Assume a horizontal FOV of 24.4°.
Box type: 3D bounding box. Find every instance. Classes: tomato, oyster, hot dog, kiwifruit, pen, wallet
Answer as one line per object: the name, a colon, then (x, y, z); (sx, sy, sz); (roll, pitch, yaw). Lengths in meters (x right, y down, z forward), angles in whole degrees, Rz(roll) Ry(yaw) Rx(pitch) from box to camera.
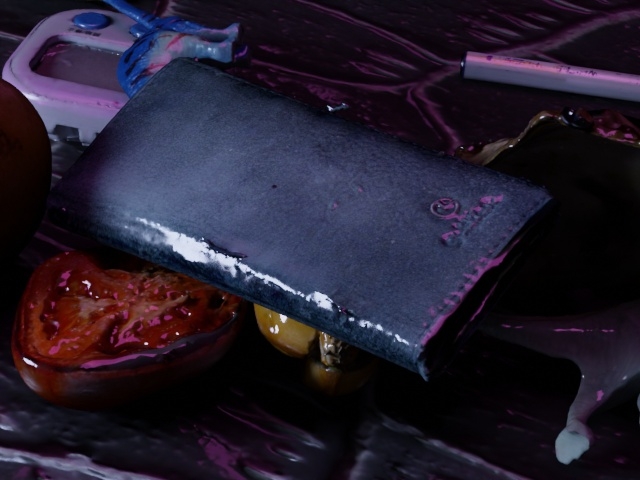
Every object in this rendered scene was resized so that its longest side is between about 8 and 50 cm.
tomato: (-0.140, 0.076, 1.120); (0.174, 0.082, 0.166); (-1, 32, -3)
oyster: (0.200, -0.027, 1.186); (0.221, 0.361, 0.096); (34, 60, -17)
hot dog: (0.000, 0.000, 1.205); (0.100, 0.135, 0.337); (-26, 34, 11)
kiwifruit: (-0.316, -0.041, 1.162); (0.196, 0.196, 0.234); (26, 48, 25)
pen: (0.282, -0.170, 1.573); (0.269, 0.033, 0.033); (9, 35, 4)
wallet: (-0.024, -0.029, 1.112); (0.379, 0.046, 0.191); (21, 56, 32)

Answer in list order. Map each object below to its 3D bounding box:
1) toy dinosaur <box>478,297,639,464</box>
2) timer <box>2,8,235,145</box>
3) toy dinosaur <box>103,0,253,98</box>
toy dinosaur: (0.229, 0.096, 1.143); (0.393, 0.092, 0.205); (17, 37, 18)
timer: (-0.196, -0.155, 1.445); (0.208, 0.069, 0.191); (13, 37, 6)
toy dinosaur: (-0.128, -0.162, 1.358); (0.144, 0.076, 0.329); (-3, 38, -7)
